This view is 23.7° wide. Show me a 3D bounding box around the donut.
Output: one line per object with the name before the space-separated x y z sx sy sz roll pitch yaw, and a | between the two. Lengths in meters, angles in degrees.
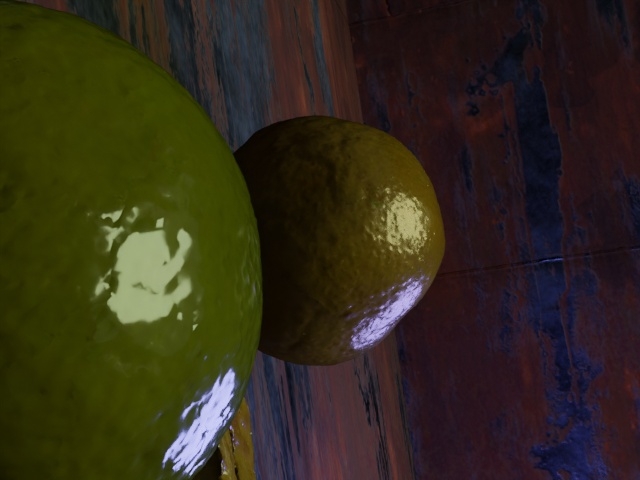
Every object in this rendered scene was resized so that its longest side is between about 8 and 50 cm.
donut | -0.078 0.146 1.017 0.152 0.058 0.152 -9 90 -83

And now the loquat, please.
loquat | 0.000 0.000 1.254 0.208 0.208 0.208 -9 90 -82

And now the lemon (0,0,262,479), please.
lemon | -0.106 0.017 0.528 0.248 0.184 0.184 56 26 -71
